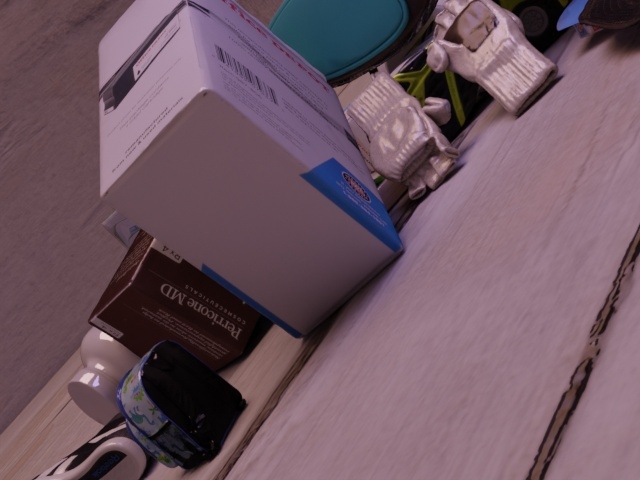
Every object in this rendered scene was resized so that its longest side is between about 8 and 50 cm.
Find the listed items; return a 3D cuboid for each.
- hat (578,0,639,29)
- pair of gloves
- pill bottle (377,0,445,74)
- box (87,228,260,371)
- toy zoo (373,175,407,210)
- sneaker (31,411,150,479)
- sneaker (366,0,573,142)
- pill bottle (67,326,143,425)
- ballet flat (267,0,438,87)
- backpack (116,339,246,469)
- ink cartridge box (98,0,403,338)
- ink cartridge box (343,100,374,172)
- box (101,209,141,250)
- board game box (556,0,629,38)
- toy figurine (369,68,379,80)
[{"bbox_3d":[0.358,-0.353,1.107,0.331,0.134,0.331,-38,13,11],"label":"hat"},{"bbox_3d":[0.140,-0.177,1.339,0.240,0.042,0.204,-42,45,18],"label":"pair of gloves"},{"bbox_3d":[0.160,-0.290,1.713,0.160,0.160,0.283,-43,10,12],"label":"pill bottle"},{"bbox_3d":[-0.163,0.047,1.481,0.167,0.168,0.203,-36,25,54],"label":"box"},{"bbox_3d":[0.000,0.000,1.534,0.192,0.030,0.293,-47,9,-16],"label":"toy zoo"},{"bbox_3d":[-0.273,0.278,1.385,0.217,0.079,0.121,-31,10,24],"label":"sneaker"},{"bbox_3d":[0.197,-0.266,1.497,0.385,0.145,0.147,-43,10,5],"label":"sneaker"},{"bbox_3d":[-0.234,0.135,1.597,0.264,0.146,0.146,-51,11,-34],"label":"pill bottle"},{"bbox_3d":[0.119,-0.356,1.457,0.182,0.164,0.483,-26,-12,-48],"label":"ballet flat"},{"bbox_3d":[-0.153,0.170,1.176,0.084,0.114,0.105,-39,11,32],"label":"backpack"},{"bbox_3d":[-0.095,-0.118,1.300,0.166,0.285,0.395,-43,30,16],"label":"ink cartridge box"},{"bbox_3d":[0.075,-0.166,1.750,0.090,0.092,0.143,-48,9,-18],"label":"ink cartridge box"},{"bbox_3d":[-0.263,-0.044,2.272,0.127,0.231,0.262,-37,12,38],"label":"box"},{"bbox_3d":[0.338,-0.271,1.244,0.133,0.033,0.169,-48,17,-26],"label":"board game box"},{"bbox_3d":[0.135,-0.390,2.151,0.148,0.213,0.209,-27,15,6],"label":"toy figurine"}]
